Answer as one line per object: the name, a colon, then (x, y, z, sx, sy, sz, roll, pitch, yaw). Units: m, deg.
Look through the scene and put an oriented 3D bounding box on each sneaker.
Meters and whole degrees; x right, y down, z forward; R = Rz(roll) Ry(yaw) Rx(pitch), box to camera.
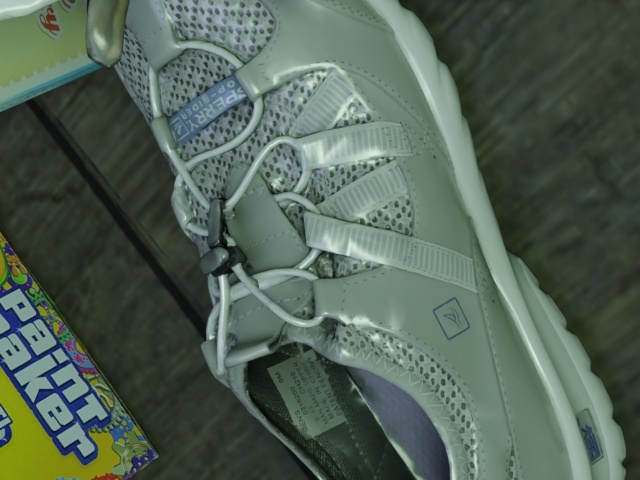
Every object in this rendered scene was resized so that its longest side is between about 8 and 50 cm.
sneaker: (0.000, 0.000, 0.602, 0.105, 0.115, 0.281, -38, 86, 42)

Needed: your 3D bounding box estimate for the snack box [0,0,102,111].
snack box: (-0.192, -0.188, 0.611, 0.060, 0.187, 0.322, -11, 104, 40)

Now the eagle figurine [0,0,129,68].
eagle figurine: (-0.061, -0.219, 0.498, 0.225, 0.226, 0.298, 45, 138, 43)

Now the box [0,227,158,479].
box: (-0.281, 0.141, 0.775, 0.177, 0.279, 0.290, 54, 132, 4)
